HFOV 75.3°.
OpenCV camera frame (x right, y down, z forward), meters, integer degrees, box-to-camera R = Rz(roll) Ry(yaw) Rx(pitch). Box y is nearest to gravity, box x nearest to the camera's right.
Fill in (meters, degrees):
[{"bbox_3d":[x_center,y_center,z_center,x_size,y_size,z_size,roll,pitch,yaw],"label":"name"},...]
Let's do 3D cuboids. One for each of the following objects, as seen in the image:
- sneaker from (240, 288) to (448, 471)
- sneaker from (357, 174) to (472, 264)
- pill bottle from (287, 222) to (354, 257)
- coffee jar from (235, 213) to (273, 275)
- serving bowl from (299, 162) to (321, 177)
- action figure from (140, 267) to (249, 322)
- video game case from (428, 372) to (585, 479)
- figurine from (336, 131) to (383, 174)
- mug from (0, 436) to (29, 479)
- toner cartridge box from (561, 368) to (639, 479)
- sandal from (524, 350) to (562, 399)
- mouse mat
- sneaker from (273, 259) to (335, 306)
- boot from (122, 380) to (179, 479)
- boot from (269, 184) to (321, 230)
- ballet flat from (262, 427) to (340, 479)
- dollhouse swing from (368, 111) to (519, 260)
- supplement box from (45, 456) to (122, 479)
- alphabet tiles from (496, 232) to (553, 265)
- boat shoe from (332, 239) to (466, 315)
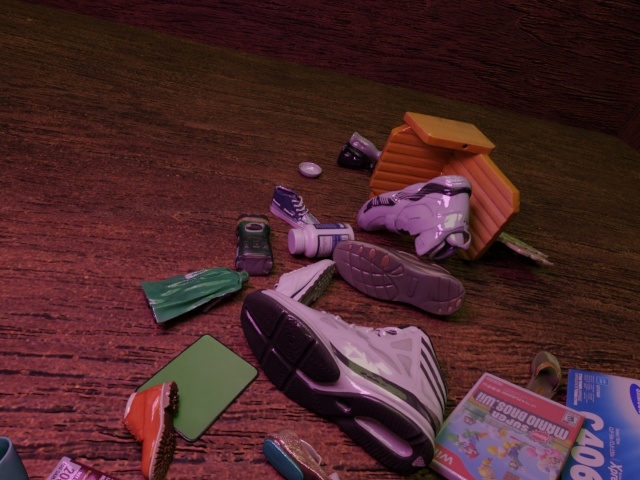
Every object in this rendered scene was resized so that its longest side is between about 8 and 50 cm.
[{"bbox_3d":[0.060,0.229,0.861,0.448,0.169,0.257,37,32,14],"label":"sneaker"},{"bbox_3d":[0.256,-0.035,1.178,0.137,0.366,0.210,22,60,-44],"label":"sneaker"},{"bbox_3d":[0.000,0.000,1.151,0.170,0.094,0.094,-2,40,-22],"label":"pill bottle"},{"bbox_3d":[-0.176,0.005,1.093,0.096,0.079,0.184,2,40,-12],"label":"coffee jar"},{"bbox_3d":[-0.039,-0.253,1.516,0.084,0.027,0.083,9,37,-7],"label":"serving bowl"},{"bbox_3d":[-0.267,0.112,0.936,0.232,0.063,0.137,-15,45,-29],"label":"action figure"},{"bbox_3d":[0.352,0.375,0.793,0.204,0.025,0.285,16,30,41],"label":"video game case"},{"bbox_3d":[0.196,-0.332,1.667,0.210,0.092,0.215,28,37,3],"label":"figurine"},{"bbox_3d":[-0.450,0.334,0.545,0.130,0.097,0.157,-10,14,14],"label":"mug"},{"bbox_3d":[0.563,0.405,0.800,0.165,0.075,0.348,3,28,32],"label":"toner cartridge box"},{"bbox_3d":[0.527,0.320,0.970,0.072,0.049,0.180,34,41,23],"label":"sandal"},{"bbox_3d":[-0.230,0.271,0.794,0.153,0.007,0.190,30,38,18],"label":"mouse mat"},{"bbox_3d":[-0.047,0.103,1.017,0.095,0.090,0.235,23,35,25],"label":"sneaker"},{"bbox_3d":[-0.286,0.317,0.684,0.085,0.059,0.157,-9,45,-3],"label":"boot"},{"bbox_3d":[-0.069,-0.092,1.250,0.190,0.086,0.069,27,38,15],"label":"boot"},{"bbox_3d":[-0.008,0.387,0.678,0.206,0.073,0.067,41,29,25],"label":"ballet flat"},{"bbox_3d":[0.350,-0.134,1.256,0.316,0.346,0.304,6,49,-14],"label":"dollhouse swing"},{"bbox_3d":[-0.277,0.405,0.551,0.240,0.073,0.130,20,37,3],"label":"supplement box"},{"bbox_3d":[0.605,-0.007,1.350,0.284,0.021,0.278,18,18,-27],"label":"alphabet tiles"},{"bbox_3d":[0.203,0.091,1.106,0.356,0.132,0.130,24,16,6],"label":"boat shoe"}]
